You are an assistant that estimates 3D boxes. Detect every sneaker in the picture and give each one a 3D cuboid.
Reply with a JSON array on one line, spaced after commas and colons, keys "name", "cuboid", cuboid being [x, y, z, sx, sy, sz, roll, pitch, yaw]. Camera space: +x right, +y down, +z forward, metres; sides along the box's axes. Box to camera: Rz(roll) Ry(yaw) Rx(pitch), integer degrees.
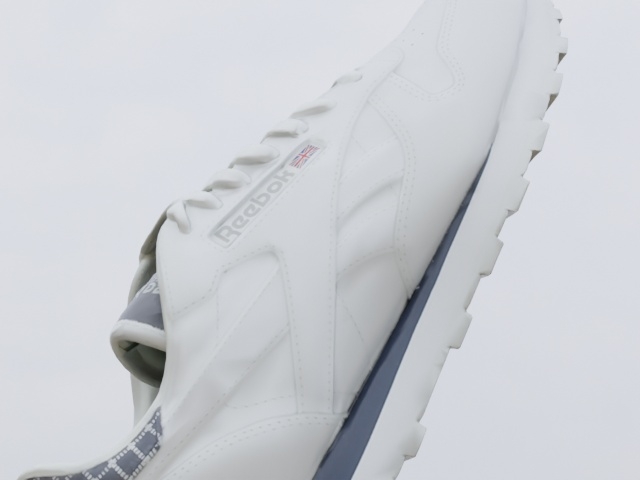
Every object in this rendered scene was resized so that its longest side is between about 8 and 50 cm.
[{"name": "sneaker", "cuboid": [0.000, 0.000, 0.427, 0.095, 0.235, 0.090, 25, -29, 1]}]
